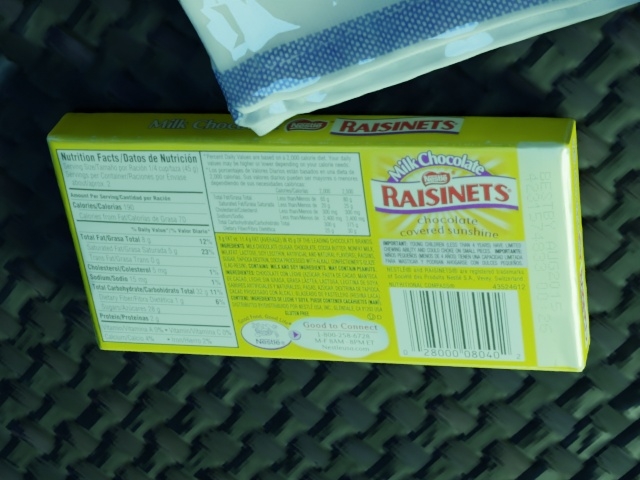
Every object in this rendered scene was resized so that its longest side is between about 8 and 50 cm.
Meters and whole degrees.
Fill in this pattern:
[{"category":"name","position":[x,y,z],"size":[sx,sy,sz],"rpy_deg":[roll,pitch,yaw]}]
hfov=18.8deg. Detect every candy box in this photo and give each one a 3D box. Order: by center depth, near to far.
[{"category":"candy box","position":[0.000,0.000,0.760],"size":[0.205,0.027,0.105],"rpy_deg":[2,122,16]}]

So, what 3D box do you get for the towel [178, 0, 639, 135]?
[{"category":"towel","position":[-0.002,-0.179,0.633],"size":[0.209,0.034,0.285],"rpy_deg":[-15,117,25]}]
